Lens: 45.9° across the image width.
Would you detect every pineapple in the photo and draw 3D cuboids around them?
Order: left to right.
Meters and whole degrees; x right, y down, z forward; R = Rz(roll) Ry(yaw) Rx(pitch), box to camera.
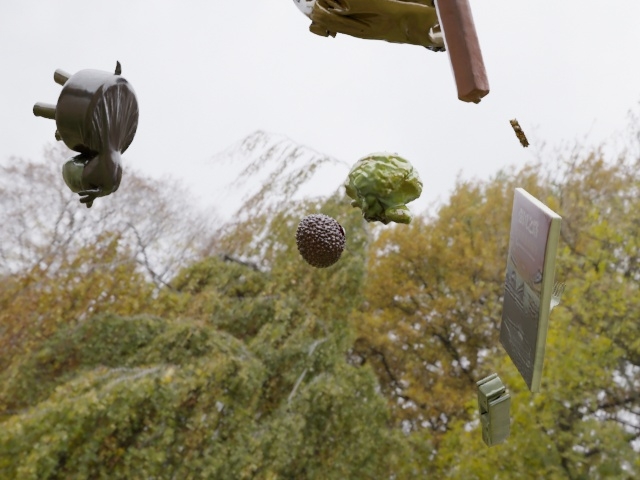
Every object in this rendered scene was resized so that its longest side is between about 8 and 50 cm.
[{"bbox_3d":[0.415,-0.216,1.561,0.019,0.045,0.083,-26,-44,18],"label":"pineapple"}]

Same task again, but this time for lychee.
[{"bbox_3d":[-0.001,-0.002,1.773,0.129,0.123,0.123,48,-32,-6],"label":"lychee"}]

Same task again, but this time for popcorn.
[{"bbox_3d":[0.160,-0.120,1.862,0.197,0.213,0.198,-13,-20,-5],"label":"popcorn"}]

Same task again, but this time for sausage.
[{"bbox_3d":[0.126,-0.194,0.690,0.030,0.147,0.035,-13,-3,6],"label":"sausage"}]

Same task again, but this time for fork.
[{"bbox_3d":[0.614,0.214,2.050,0.034,0.220,0.028,26,-14,3],"label":"fork"}]

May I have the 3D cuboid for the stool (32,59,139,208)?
[{"bbox_3d":[-0.339,-0.158,1.102,0.121,0.217,0.125,10,6,17],"label":"stool"}]

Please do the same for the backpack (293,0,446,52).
[{"bbox_3d":[0.099,-0.500,1.473,0.353,0.378,0.201,5,-63,-23],"label":"backpack"}]

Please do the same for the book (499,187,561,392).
[{"bbox_3d":[0.439,0.097,1.608,0.028,0.262,0.374,1,-74,-1],"label":"book"}]

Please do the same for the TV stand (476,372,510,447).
[{"bbox_3d":[0.281,0.286,1.220,0.042,0.036,0.249,60,-6,35],"label":"TV stand"}]
